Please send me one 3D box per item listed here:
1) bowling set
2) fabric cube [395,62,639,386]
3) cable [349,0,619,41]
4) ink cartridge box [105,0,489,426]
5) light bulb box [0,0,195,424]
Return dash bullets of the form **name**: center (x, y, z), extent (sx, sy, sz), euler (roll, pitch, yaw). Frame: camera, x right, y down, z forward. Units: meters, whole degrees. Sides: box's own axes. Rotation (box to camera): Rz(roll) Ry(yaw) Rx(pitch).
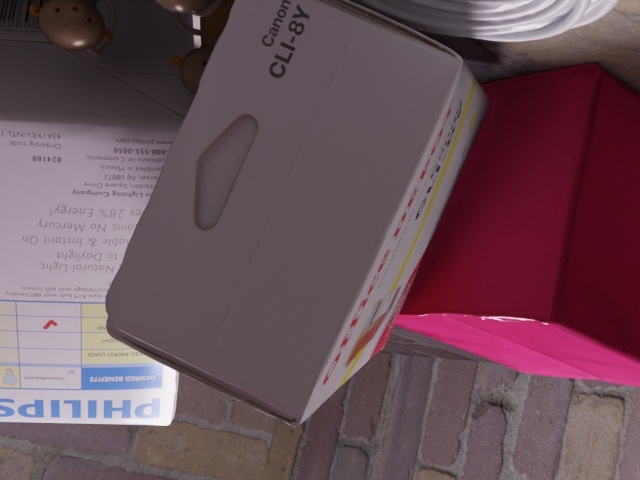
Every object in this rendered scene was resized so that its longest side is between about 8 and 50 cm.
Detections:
- **bowling set**: center (-0.146, -0.220, 0.768), extent (0.287, 0.154, 0.200), euler (16, 169, -16)
- **fabric cube**: center (0.242, -0.005, 1.144), extent (0.258, 0.254, 0.259), euler (24, 165, -36)
- **cable**: center (0.081, -0.215, 0.715), extent (0.257, 0.089, 0.257), euler (7, 168, 31)
- **ink cartridge box**: center (0.007, -0.033, 0.910), extent (0.160, 0.279, 0.385), euler (25, -173, 10)
- **light bulb box**: center (-0.298, -0.032, 1.006), extent (0.358, 0.225, 0.361), euler (3, 131, -9)
